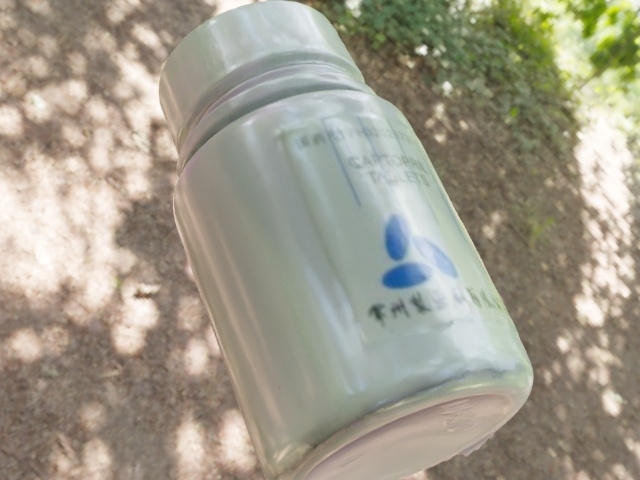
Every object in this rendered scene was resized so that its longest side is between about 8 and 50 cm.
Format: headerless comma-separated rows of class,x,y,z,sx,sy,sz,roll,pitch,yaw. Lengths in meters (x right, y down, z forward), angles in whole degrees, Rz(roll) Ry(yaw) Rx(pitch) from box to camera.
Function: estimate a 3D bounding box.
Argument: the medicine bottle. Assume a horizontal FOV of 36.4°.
medicine bottle,0.000,0.000,0.617,0.170,0.170,0.293,12,45,-49
